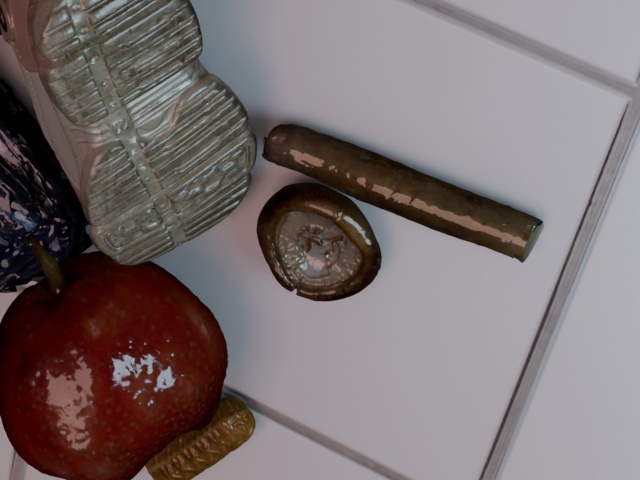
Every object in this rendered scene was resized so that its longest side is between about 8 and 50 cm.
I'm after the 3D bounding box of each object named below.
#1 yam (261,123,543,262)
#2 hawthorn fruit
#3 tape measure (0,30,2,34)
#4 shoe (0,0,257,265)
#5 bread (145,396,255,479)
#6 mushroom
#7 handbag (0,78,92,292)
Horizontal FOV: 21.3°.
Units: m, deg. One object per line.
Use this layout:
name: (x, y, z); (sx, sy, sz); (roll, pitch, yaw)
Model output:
yam: (0.068, -0.046, 1.505); (0.264, 0.046, 0.046); (22, 126, 14)
hawthorn fruit: (-0.211, 0.101, 1.616); (0.230, 0.210, 0.266); (-26, 128, -8)
tape measure: (-0.388, -0.223, 1.539); (0.202, 0.223, 0.135); (26, 119, 10)
shoe: (-0.179, -0.147, 1.519); (0.198, 0.172, 0.351); (52, 161, 39)
bread: (-0.125, 0.211, 1.761); (0.157, 0.044, 0.052); (-37, 90, 37)
mushroom: (0.000, 0.000, 1.565); (0.123, 0.052, 0.123); (12, 128, 16)
handbag: (-0.337, -0.073, 1.668); (0.162, 0.113, 0.260); (-40, 88, 32)
